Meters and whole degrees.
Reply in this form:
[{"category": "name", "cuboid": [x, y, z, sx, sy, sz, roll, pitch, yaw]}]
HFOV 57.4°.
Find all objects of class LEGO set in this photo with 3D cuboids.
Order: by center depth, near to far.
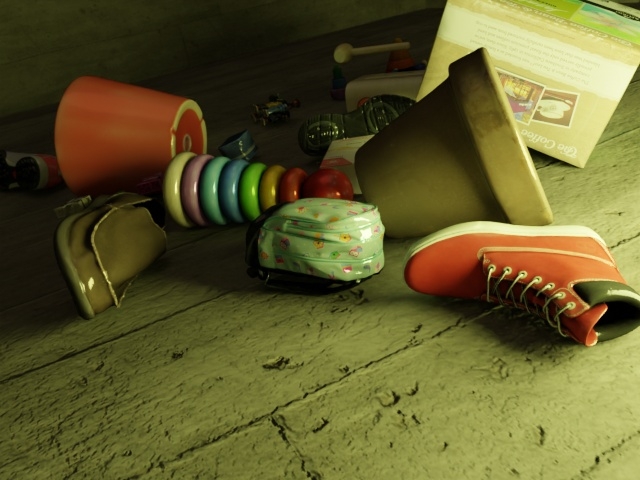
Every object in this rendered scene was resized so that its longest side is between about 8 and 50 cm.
[{"category": "LEGO set", "cuboid": [-0.389, -0.067, 1.156, 0.227, 0.087, 0.093, -13, 22, 12]}]

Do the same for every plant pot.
[{"category": "plant pot", "cuboid": [0.180, -0.107, 0.846, 0.229, 0.263, 0.263, -22, 21, 20]}, {"category": "plant pot", "cuboid": [-0.396, -0.215, 1.278, 0.243, 0.275, 0.275, 5, 28, 10]}]

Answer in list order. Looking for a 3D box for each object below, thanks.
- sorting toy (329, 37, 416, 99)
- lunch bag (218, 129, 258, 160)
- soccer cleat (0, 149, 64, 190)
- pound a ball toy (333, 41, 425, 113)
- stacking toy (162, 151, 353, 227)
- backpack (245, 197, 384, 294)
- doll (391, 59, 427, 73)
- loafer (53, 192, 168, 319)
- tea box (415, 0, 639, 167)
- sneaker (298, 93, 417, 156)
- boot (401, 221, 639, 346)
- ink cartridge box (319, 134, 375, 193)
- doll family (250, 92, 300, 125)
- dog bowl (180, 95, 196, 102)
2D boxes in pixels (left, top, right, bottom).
[{"category": "sorting toy", "cuboid": [0.170, -0.563, 1.886, 0.365, 0.126, 0.127, -27, 30, -31]}, {"category": "lunch bag", "cuboid": [-0.193, -0.217, 1.399, 0.067, 0.065, 0.098, -19, 23, 23]}, {"category": "soccer cleat", "cuboid": [-0.779, -0.186, 1.563, 0.318, 0.109, 0.116, 8, 11, 39]}, {"category": "pound a ball toy", "cuboid": [0.173, -0.360, 1.371, 0.319, 0.208, 0.136, 5, 30, 30]}, {"category": "stacking toy", "cuboid": [-0.103, -0.089, 1.031, 0.330, 0.141, 0.141, 1, 28, 17]}, {"category": "backpack", "cuboid": [0.000, 0.000, 0.812, 0.181, 0.115, 0.152, 10, 30, 32]}, {"category": "doll", "cuboid": [0.290, -0.524, 1.845, 0.189, 0.046, 0.129, -30, 41, -33]}, {"category": "loafer", "cuboid": [-0.318, -0.006, 0.933, 0.130, 0.134, 0.366, -13, 26, -3]}, {"category": "tea box", "cuboid": [0.408, -0.343, 1.103, 0.328, 0.220, 0.323, 26, 40, 16]}, {"category": "sneaker", "cuboid": [0.099, -0.248, 1.284, 0.286, 0.109, 0.130, -5, 2, 16]}, {"category": "boot", "cuboid": [0.215, 0.053, 0.650, 0.244, 0.089, 0.176, -4, 28, 8]}, {"category": "ink cartridge box", "cuboid": [0.073, -0.157, 1.158, 0.115, 0.067, 0.198, -5, 25, 12]}, {"category": "doll family", "cuboid": [-0.129, -0.382, 1.708, 0.111, 0.076, 0.193, -16, 30, -19]}, {"category": "dog bowl", "cuboid": [-0.525, -0.330, 1.729, 0.348, 0.102, 0.349, -9, 26, 5]}]
